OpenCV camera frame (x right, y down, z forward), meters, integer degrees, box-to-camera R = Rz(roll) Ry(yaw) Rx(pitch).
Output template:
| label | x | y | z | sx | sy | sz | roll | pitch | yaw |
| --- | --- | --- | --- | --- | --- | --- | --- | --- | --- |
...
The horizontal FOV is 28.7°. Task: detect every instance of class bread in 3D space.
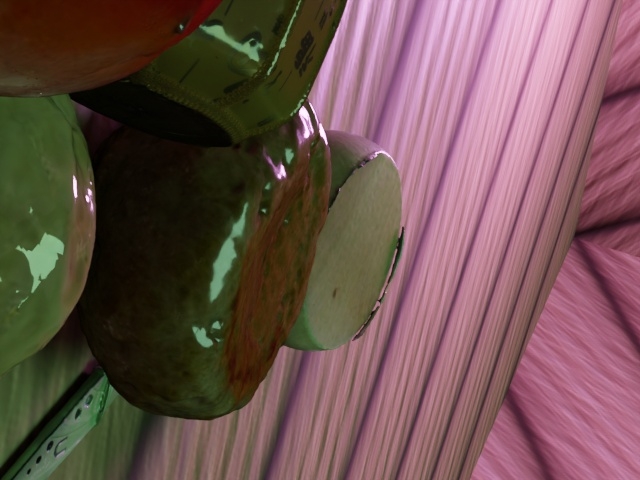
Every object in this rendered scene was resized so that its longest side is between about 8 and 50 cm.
| label | x | y | z | sx | sy | sz | roll | pitch | yaw |
| --- | --- | --- | --- | --- | --- | --- | --- | --- | --- |
| bread | -0.077 | 0.001 | 0.792 | 0.230 | 0.123 | 0.230 | 15 | 90 | -78 |

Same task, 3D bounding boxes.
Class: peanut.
| label | x | y | z | sx | sy | sz | roll | pitch | yaw |
| --- | --- | --- | --- | --- | --- | --- | --- | --- | --- |
| peanut | -0.171 | 0.032 | 0.524 | 0.123 | 0.124 | 0.256 | 62 | 46 | -67 |

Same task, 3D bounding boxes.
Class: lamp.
| label | x | y | z | sx | sy | sz | roll | pitch | yaw |
| --- | --- | --- | --- | --- | --- | --- | --- | --- | --- |
| lamp | -0.061 | -0.148 | 0.637 | 0.161 | 0.161 | 0.185 | 43 | 65 | -72 |

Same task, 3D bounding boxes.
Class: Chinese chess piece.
| label | x | y | z | sx | sy | sz | roll | pitch | yaw |
| --- | --- | --- | --- | --- | --- | --- | --- | --- | --- |
| Chinese chess piece | 0.000 | 0.000 | 1.059 | 0.188 | 0.083 | 0.188 | -43 | 141 | -48 |

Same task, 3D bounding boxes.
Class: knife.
| label | x | y | z | sx | sy | sz | roll | pitch | yaw |
| --- | --- | --- | --- | --- | --- | --- | --- | --- | --- |
| knife | -0.145 | 0.098 | 0.853 | 0.293 | 0.020 | 0.043 | -51 | 156 | -48 |

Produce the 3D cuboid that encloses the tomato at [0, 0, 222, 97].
| label | x | y | z | sx | sy | sz | roll | pitch | yaw |
| --- | --- | --- | --- | --- | --- | --- | --- | --- | --- |
| tomato | -0.104 | -0.153 | 0.432 | 0.208 | 0.184 | 0.208 | 19 | 90 | -75 |
